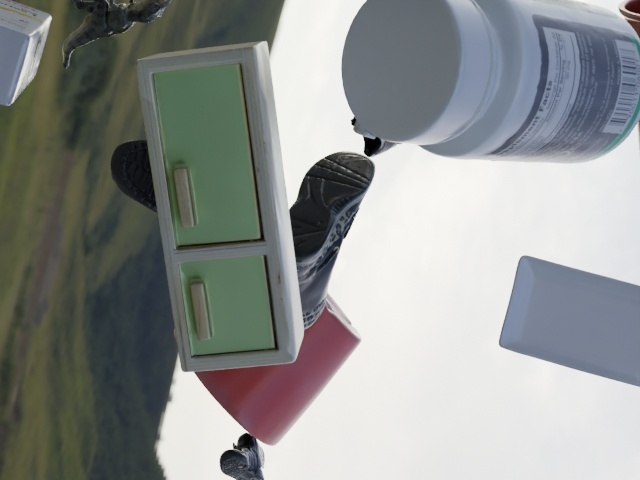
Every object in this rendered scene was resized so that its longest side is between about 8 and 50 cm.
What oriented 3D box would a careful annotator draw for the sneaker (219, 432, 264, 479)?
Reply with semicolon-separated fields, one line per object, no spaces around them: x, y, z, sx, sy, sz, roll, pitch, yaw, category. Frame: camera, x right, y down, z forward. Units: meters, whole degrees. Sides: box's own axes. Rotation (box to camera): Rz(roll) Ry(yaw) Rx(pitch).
-0.138;0.380;2.031;0.170;0.051;0.089;55;19;-53;sneaker

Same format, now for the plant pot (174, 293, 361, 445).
-0.078;0.180;2.013;0.243;0.275;0.275;-40;-160;2;plant pot

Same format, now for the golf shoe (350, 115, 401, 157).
0.094;-0.225;1.955;0.077;0.094;0.198;28;-31;41;golf shoe

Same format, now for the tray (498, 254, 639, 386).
0.403;0.124;1.662;0.030;0.270;0.145;89;17;-78;tray

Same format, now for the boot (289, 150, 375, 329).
-0.002;0.000;1.593;0.179;0.085;0.236;99;18;-45;boot

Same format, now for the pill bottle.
0.207;-0.193;1.330;0.204;0.361;0.204;1;-88;45;pill bottle

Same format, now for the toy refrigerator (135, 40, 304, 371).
-0.083;-0.029;0.986;0.094;0.102;0.270;-71;155;-76;toy refrigerator

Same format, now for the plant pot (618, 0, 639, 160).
0.588;-0.228;1.724;0.272;0.272;0.265;-116;-162;-68;plant pot

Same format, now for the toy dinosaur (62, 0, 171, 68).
-0.377;-0.390;1.944;0.268;0.064;0.118;-18;-83;35;toy dinosaur

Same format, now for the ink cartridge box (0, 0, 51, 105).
-0.540;-0.314;1.767;0.278;0.201;0.117;-110;-141;-72;ink cartridge box

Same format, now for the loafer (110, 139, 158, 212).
-0.163;-0.057;1.366;0.078;0.220;0.080;6;-104;53;loafer
